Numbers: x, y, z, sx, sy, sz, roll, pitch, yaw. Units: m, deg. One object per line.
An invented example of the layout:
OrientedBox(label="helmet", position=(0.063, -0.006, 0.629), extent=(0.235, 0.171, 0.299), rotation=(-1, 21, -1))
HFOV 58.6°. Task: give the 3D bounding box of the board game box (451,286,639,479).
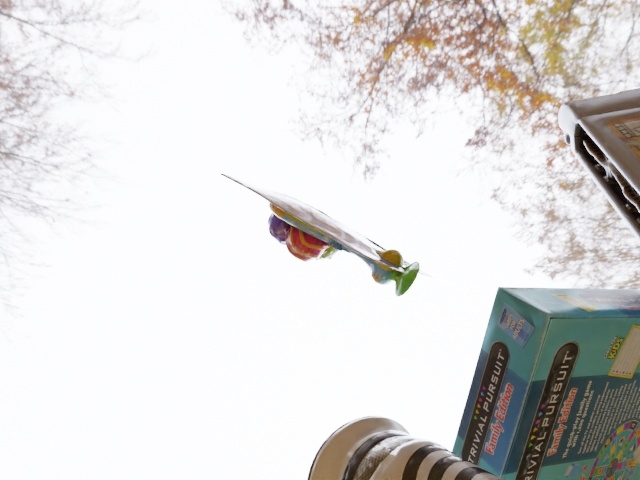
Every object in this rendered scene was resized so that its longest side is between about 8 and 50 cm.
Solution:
OrientedBox(label="board game box", position=(0.327, 0.185, 0.674), extent=(0.337, 0.079, 0.253), rotation=(4, -74, -26))

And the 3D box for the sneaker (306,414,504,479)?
OrientedBox(label="sneaker", position=(0.095, 0.385, 0.434), extent=(0.169, 0.258, 0.446), rotation=(-1, -93, -28))

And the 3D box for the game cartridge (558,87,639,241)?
OrientedBox(label="game cartridge", position=(0.352, -0.068, 0.494), extent=(0.198, 0.062, 0.297), rotation=(-12, -146, 10))

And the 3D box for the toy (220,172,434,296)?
OrientedBox(label="toy", position=(0.000, 0.000, 0.650), extent=(0.237, 0.137, 0.056), rotation=(26, -84, 30))
